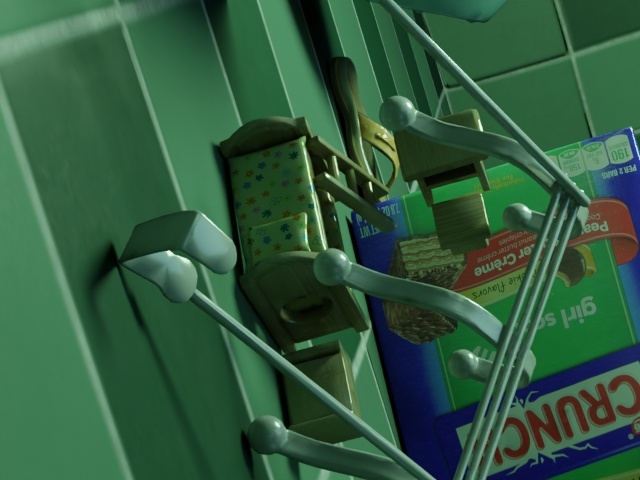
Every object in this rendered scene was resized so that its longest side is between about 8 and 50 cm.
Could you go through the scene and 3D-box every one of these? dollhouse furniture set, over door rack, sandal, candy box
[{"bbox_3d":[0.036,0.009,1.097,0.101,0.161,0.181,61,15,-55],"label":"dollhouse furniture set"},{"bbox_3d":[0.021,-0.008,0.965,0.324,0.108,0.239,49,53,-43],"label":"over door rack"},{"bbox_3d":[0.053,-0.101,1.772,0.072,0.049,0.180,37,38,-76],"label":"sandal"},{"bbox_3d":[0.193,0.095,1.581,0.122,0.268,0.317,39,36,-69],"label":"candy box"}]

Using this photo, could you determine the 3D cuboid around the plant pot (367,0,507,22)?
[{"bbox_3d":[0.093,-0.336,1.710,0.293,0.293,0.235,-46,146,-80],"label":"plant pot"}]
